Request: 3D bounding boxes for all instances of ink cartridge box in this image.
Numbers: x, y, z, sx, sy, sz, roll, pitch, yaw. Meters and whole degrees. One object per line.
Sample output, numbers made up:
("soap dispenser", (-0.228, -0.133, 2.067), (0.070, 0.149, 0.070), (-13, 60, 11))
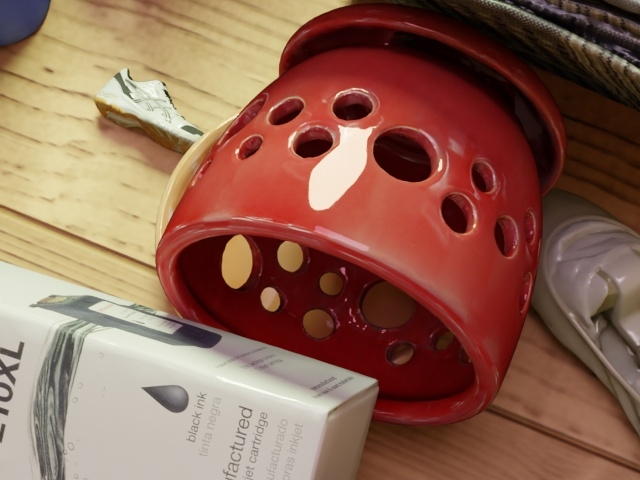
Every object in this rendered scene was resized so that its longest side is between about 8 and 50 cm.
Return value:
("ink cartridge box", (-0.110, 0.125, 0.788), (0.237, 0.100, 0.172), (16, 99, 16))

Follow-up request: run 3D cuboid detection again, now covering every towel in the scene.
("towel", (0.114, -0.134, 0.839), (0.312, 0.324, 0.056), (26, 98, 15))

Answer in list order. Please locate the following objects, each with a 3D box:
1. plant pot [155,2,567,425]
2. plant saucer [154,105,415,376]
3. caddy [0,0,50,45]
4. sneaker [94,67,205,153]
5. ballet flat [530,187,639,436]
("plant pot", (0.030, -0.020, 0.808), (0.191, 0.191, 0.174), (18, 63, 12))
("plant saucer", (0.000, 0.000, 0.925), (0.200, 0.037, 0.200), (-1, 63, 3))
("caddy", (-0.323, -0.245, 0.985), (0.241, 0.179, 0.341), (-33, 67, -11))
("sneaker", (-0.105, -0.086, 0.975), (0.083, 0.032, 0.037), (28, 69, 15))
("ballet flat", (0.188, 0.051, 0.864), (0.086, 0.086, 0.248), (-31, 66, -11))
